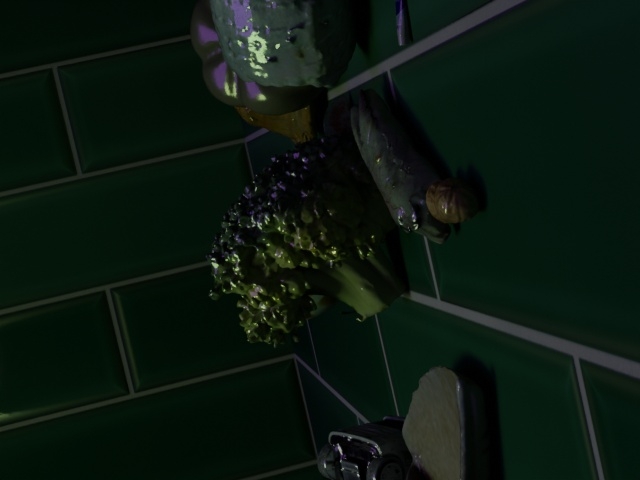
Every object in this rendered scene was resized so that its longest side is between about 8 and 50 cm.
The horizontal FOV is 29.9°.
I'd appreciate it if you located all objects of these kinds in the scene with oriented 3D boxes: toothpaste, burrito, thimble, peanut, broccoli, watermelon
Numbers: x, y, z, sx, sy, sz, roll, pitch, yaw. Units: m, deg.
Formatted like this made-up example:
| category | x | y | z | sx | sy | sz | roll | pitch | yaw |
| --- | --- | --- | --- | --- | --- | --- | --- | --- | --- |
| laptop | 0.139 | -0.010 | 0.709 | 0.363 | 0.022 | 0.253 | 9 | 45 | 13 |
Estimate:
| category | x | y | z | sx | sy | sz | roll | pitch | yaw |
| --- | --- | --- | --- | --- | --- | --- | --- | --- | --- |
| toothpaste | 0.098 | -0.280 | 1.454 | 0.024 | 0.015 | 0.083 | -148 | 50 | -67 |
| burrito | 0.098 | -0.100 | 1.555 | 0.309 | 0.066 | 0.096 | -116 | 20 | -53 |
| thimble | -0.052 | -0.323 | 1.712 | 0.250 | 0.205 | 0.172 | -127 | 23 | -47 |
| peanut | 0.149 | -0.045 | 1.364 | 0.113 | 0.054 | 0.054 | -157 | 54 | -80 |
| broccoli | 0.009 | -0.007 | 1.830 | 0.281 | 0.348 | 0.293 | 48 | -142 | -8 |
| watermelon | 0.041 | -0.188 | 1.897 | 0.061 | 0.085 | 0.085 | 10 | 121 | 36 |

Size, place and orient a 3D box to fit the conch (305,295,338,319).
| category | x | y | z | sx | sy | sz | roll | pitch | yaw |
| --- | --- | --- | --- | --- | --- | --- | --- | --- | --- |
| conch | -0.036 | 0.025 | 2.208 | 0.249 | 0.197 | 0.368 | -65 | 18 | 10 |

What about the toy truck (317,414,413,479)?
| category | x | y | z | sx | sy | sz | roll | pitch | yaw |
| --- | --- | --- | --- | --- | --- | --- | --- | --- | --- |
| toy truck | 0.124 | 0.446 | 1.824 | 0.176 | 0.178 | 0.363 | 0 | 107 | 54 |

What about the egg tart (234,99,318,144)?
| category | x | y | z | sx | sy | sz | roll | pitch | yaw |
| --- | --- | --- | --- | --- | --- | --- | --- | --- | --- |
| egg tart | -0.097 | -0.333 | 2.204 | 0.339 | 0.153 | 0.351 | 96 | 157 | -55 |

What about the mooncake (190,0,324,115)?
| category | x | y | z | sx | sy | sz | roll | pitch | yaw |
| --- | --- | --- | --- | --- | --- | --- | --- | --- | --- |
| mooncake | -0.096 | -0.331 | 1.956 | 0.275 | 0.135 | 0.275 | 19 | 117 | 41 |

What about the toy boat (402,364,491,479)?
| category | x | y | z | sx | sy | sz | roll | pitch | yaw |
| --- | --- | --- | --- | --- | --- | --- | --- | --- | --- |
| toy boat | 0.174 | 0.298 | 1.601 | 0.276 | 0.111 | 0.293 | -159 | 66 | -74 |
